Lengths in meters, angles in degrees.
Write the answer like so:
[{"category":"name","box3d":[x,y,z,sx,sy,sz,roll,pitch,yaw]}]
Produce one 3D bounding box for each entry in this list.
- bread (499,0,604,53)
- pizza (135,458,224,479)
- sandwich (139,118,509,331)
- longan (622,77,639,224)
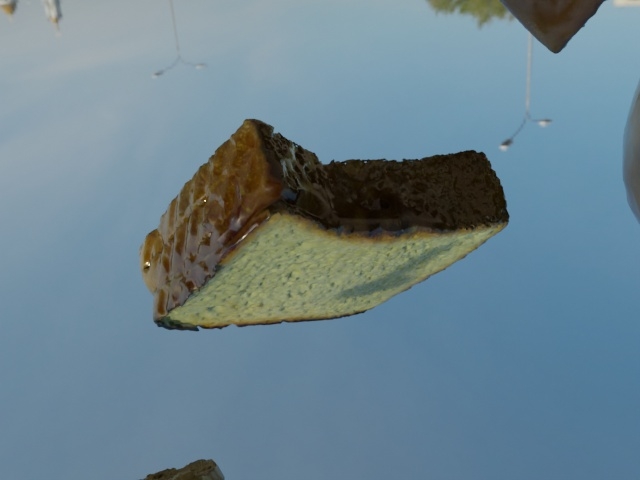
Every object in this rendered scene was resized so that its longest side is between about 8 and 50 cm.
[{"category":"bread","box3d":[0.224,-0.298,0.530,0.138,0.361,0.077,42,-115,6]},{"category":"pizza","box3d":[-0.241,0.438,0.986,0.223,0.323,0.089,13,-173,-14]},{"category":"sandwich","box3d":[0.000,0.000,0.509,0.215,0.065,0.186,-1,155,-37]},{"category":"longan","box3d":[0.378,-0.078,0.531,0.298,0.297,0.297,-4,-157,2]}]
